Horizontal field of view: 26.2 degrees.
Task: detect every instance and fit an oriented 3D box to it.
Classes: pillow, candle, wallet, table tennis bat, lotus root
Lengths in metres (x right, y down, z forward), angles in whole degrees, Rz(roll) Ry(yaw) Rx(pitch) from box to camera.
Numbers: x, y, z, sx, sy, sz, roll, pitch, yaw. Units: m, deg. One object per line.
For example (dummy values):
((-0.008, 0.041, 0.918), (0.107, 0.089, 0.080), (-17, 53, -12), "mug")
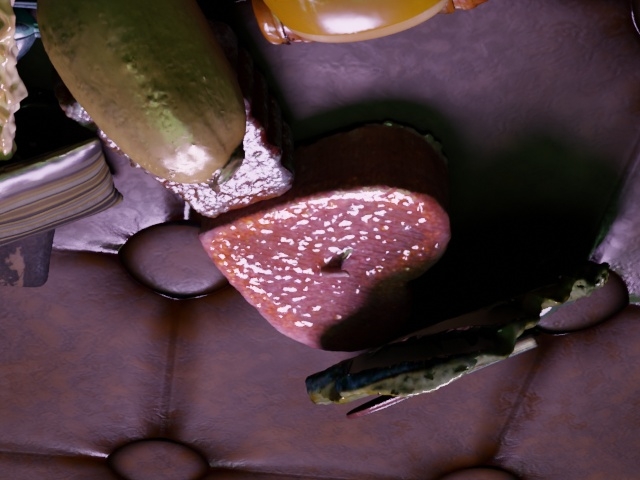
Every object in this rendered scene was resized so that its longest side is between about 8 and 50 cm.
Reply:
((-0.325, -0.044, 1.492), (0.208, 0.052, 0.212), (-20, 165, -6), "pillow")
((0.000, 0.000, 1.596), (0.287, 0.131, 0.317), (15, 137, -12), "candle")
((-0.386, -0.059, 1.591), (0.171, 0.044, 0.321), (11, 138, -10), "wallet")
((0.161, 0.183, 1.836), (0.274, 0.021, 0.154), (-23, 177, 6), "table tennis bat")
((-0.172, -0.178, 1.287), (0.146, 0.131, 0.303), (-33, 92, -1), "lotus root")

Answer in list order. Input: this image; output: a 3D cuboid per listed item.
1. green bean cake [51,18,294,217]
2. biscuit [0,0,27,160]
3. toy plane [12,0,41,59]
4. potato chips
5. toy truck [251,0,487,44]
((-0.145, -0.126, 1.468), (0.199, 0.097, 0.232), (-18, 137, 19), "green bean cake")
((-0.371, -0.225, 1.327), (0.205, 0.040, 0.309), (26, 132, 12), "biscuit")
((-0.317, -0.215, 1.400), (0.235, 0.060, 0.096), (0, 127, 7), "toy plane")
((0.154, 0.130, 1.664), (0.429, 0.070, 0.358), (-27, 173, 40), "potato chips")
((0.022, -0.310, 1.129), (0.204, 0.288, 0.211), (-9, 151, 14), "toy truck")
